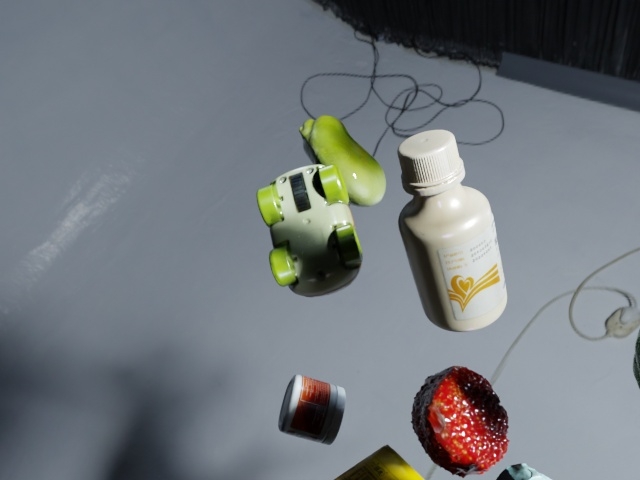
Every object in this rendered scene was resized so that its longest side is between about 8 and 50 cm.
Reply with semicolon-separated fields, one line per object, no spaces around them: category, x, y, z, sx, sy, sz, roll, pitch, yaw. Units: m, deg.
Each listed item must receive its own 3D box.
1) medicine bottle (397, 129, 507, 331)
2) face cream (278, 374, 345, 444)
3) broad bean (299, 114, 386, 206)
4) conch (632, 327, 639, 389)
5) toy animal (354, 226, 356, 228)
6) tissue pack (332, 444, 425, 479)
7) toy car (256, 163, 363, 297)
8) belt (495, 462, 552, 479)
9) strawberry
medicine bottle;0.157;-0.010;0.644;0.114;0.252;0.114;-17;29;10
face cream;-0.032;0.583;1.793;0.187;0.201;0.201;18;62;-7
broad bean;0.057;-0.201;1.317;0.119;0.238;0.291;-44;61;21
conch;0.256;0.077;0.297;0.079;0.170;0.106;-27;73;-20
toy animal;0.014;-0.075;1.239;0.219;0.155;0.095;-59;30;24
tissue pack;0.201;0.787;1.381;0.293;0.229;0.382;-27;27;-21
toy car;0.000;0.000;0.915;0.145;0.235;0.235;-17;55;8
belt;0.416;0.555;1.047;0.151;0.078;0.199;-1;91;-21
strawberry;0.346;0.443;1.269;0.260;0.258;0.261;3;70;-7
